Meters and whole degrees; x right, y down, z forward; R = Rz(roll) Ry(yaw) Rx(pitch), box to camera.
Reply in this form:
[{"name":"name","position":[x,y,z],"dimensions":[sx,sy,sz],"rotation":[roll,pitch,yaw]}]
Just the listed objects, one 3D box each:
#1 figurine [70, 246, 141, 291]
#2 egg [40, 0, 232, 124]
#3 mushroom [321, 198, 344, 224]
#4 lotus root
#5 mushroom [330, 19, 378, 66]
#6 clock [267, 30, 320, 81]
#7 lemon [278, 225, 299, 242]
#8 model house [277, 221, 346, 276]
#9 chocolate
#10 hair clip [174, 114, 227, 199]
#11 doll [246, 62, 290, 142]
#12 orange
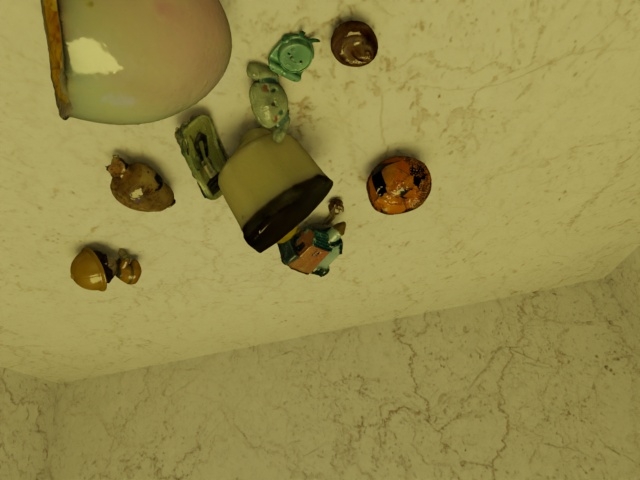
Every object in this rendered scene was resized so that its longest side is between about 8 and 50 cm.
[{"name":"figurine","position":[-0.865,0.122,1.711],"dimensions":[0.257,0.167,0.192],"rotation":[8,131,-32]},{"name":"egg","position":[-0.335,-0.404,0.819],"dimensions":[0.340,0.354,0.354],"rotation":[-11,154,-34]},{"name":"mushroom","position":[0.047,-0.104,1.708],"dimensions":[0.060,0.061,0.187],"rotation":[-2,153,-16]},{"name":"lotus root","position":[-0.563,-0.163,1.345],"dimensions":[0.155,0.140,0.257],"rotation":[-14,156,19]},{"name":"mushroom","position":[0.086,-0.487,1.049],"dimensions":[0.109,0.084,0.126],"rotation":[16,163,28]},{"name":"clock","position":[-0.063,-0.472,1.066],"dimensions":[0.101,0.041,0.135],"rotation":[14,142,-35]},{"name":"lemon","position":[-0.176,-0.074,1.579],"dimensions":[0.207,0.173,0.173],"rotation":[1,148,-12]},{"name":"model house","position":[0.000,0.000,1.776],"dimensions":[0.291,0.184,0.253],"rotation":[-40,138,24]},{"name":"chocolate","position":[-0.166,-0.167,1.294],"dimensions":[0.326,0.297,0.314],"rotation":[-44,172,-4]},{"name":"hair clip","position":[-0.362,-0.258,1.293],"dimensions":[0.091,0.138,0.321],"rotation":[31,156,19]},{"name":"doll","position":[-0.138,-0.372,1.138],"dimensions":[0.104,0.072,0.214],"rotation":[-33,118,-26]},{"name":"orange","position":[0.279,-0.193,1.504],"dimensions":[0.235,0.182,0.234],"rotation":[-11,140,-10]}]
